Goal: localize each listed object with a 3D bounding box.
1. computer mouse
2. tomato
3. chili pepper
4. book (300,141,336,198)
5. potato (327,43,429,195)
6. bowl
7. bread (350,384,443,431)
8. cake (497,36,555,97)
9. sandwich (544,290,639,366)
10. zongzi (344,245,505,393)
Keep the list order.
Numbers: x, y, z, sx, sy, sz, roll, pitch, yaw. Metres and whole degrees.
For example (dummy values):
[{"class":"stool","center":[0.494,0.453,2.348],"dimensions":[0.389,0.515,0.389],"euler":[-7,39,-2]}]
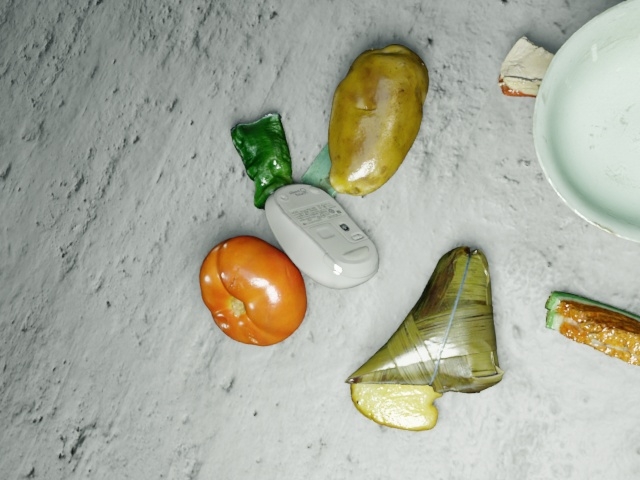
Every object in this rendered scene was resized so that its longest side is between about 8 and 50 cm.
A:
[{"class":"computer mouse","center":[0.000,0.000,1.218],"dimensions":[0.297,0.184,0.121],"euler":[42,134,24]},{"class":"tomato","center":[-0.145,0.106,1.221],"dimensions":[0.259,0.180,0.260],"euler":[16,127,23]},{"class":"chili pepper","center":[-0.132,-0.177,1.345],"dimensions":[0.136,0.099,0.270],"euler":[-13,65,-7]},{"class":"book","center":[0.028,-0.173,1.321],"dimensions":[0.103,0.017,0.135],"euler":[37,92,25]},{"class":"potato","center":[0.121,-0.275,1.233],"dimensions":[0.195,0.176,0.369],"euler":[19,82,-17]},{"class":"bowl","center":[0.605,-0.199,0.986],"dimensions":[0.434,0.196,0.435],"euler":[-1,87,16]},{"class":"bread","center":[0.157,0.310,1.132],"dimensions":[0.187,0.065,0.149],"euler":[9,73,15]},{"class":"cake","center":[0.471,-0.328,1.143],"dimensions":[0.117,0.086,0.220],"euler":[-47,66,5]},{"class":"sandwich","center":[0.531,0.176,0.978],"dimensions":[0.235,0.159,0.079],"euler":[16,105,3]},{"class":"zongzi","center":[0.192,0.158,1.078],"dimensions":[0.300,0.138,0.286],"euler":[-2,75,0]}]
